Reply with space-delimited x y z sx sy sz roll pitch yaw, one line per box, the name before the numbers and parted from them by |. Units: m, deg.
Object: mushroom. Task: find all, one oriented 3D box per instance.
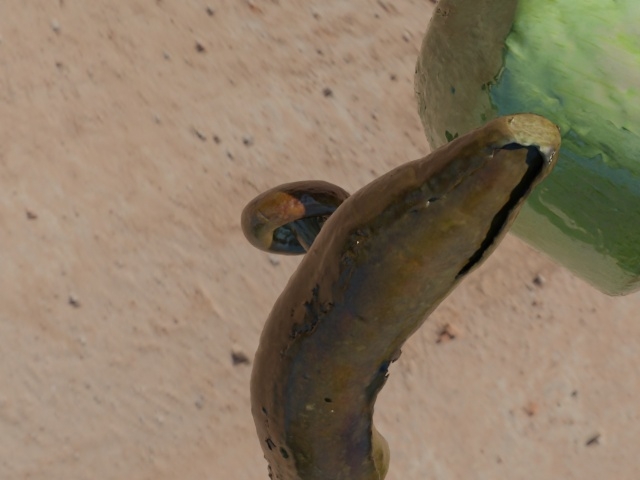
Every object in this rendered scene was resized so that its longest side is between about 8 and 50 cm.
mushroom | 0.003 -0.009 1.107 0.129 0.073 0.088 24 144 4

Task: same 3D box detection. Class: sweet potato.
sweet potato | 0.037 0.038 0.766 0.112 0.085 0.286 26 116 -11

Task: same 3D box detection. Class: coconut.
coconut | 0.239 -0.111 1.024 0.328 0.281 0.328 2 96 16
